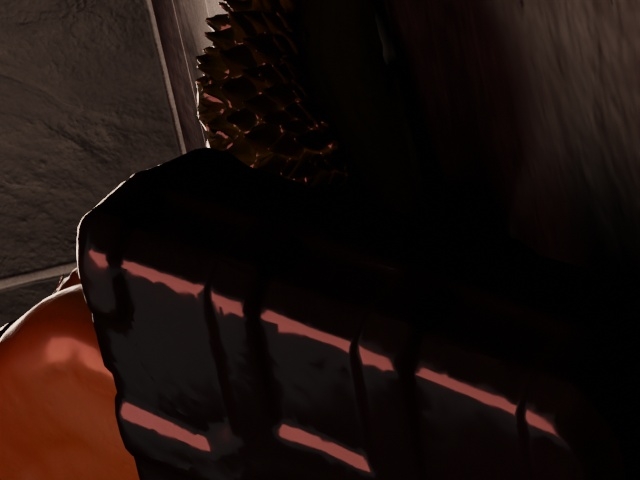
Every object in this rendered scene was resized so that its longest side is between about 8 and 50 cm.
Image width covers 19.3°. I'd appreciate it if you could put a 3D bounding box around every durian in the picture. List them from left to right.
[{"bbox_3d":[-0.012,-0.072,0.889,0.137,0.095,0.221,106,156,-76],"label":"durian"}]

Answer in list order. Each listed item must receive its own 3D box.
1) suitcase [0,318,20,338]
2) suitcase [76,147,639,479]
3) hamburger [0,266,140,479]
[{"bbox_3d":[-0.090,0.207,1.255,0.194,0.283,0.434,16,-131,-51],"label":"suitcase"},{"bbox_3d":[0.032,0.119,0.582,0.206,0.066,0.285,18,131,38],"label":"suitcase"},{"bbox_3d":[-0.014,0.085,0.786,0.246,0.170,0.246,23,133,27],"label":"hamburger"}]
